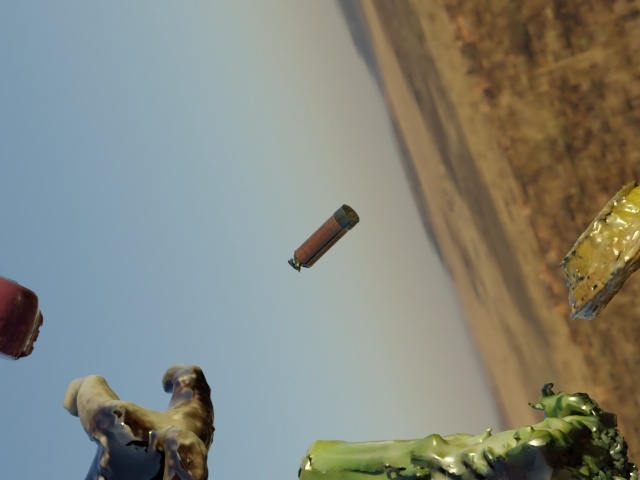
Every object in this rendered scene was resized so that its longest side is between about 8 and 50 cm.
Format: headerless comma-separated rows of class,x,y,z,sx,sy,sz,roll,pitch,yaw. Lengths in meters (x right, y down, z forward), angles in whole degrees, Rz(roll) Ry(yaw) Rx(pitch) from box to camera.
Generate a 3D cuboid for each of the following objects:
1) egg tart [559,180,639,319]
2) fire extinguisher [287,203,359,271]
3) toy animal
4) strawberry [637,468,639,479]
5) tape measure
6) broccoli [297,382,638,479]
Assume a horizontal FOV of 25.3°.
egg tart,0.315,0.004,1.505,0.074,0.191,0.191,40,179,9
fire extinguisher,0.000,0.000,1.293,0.022,0.083,0.028,31,-152,-30
toy animal,-0.234,0.336,1.732,0.302,0.194,0.344,36,113,61
strawberry,0.358,0.252,1.418,0.083,0.096,0.083,1,91,59
tape measure,-0.293,0.061,1.189,0.125,0.118,0.074,43,-118,-70
broccoli,0.110,0.200,1.158,0.165,0.304,0.145,-16,-76,-53
